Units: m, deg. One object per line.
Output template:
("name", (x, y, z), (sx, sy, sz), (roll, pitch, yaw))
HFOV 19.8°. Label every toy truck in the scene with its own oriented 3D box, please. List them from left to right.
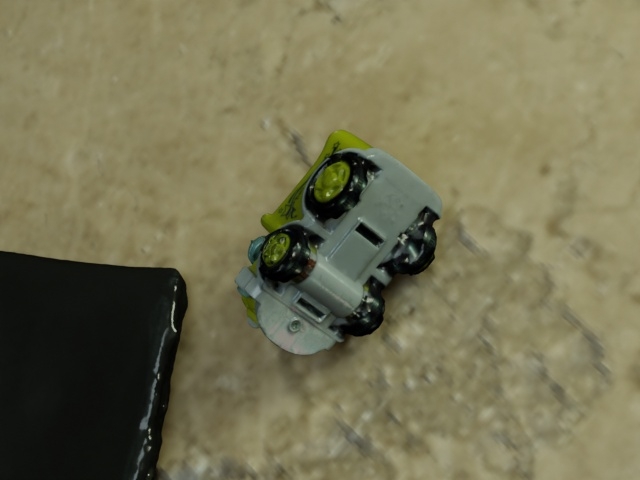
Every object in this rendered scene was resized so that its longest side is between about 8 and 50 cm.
("toy truck", (0.000, 0.000, 0.916), (0.111, 0.076, 0.077), (-50, 37, 2))

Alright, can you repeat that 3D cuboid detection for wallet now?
("wallet", (-0.205, 0.073, 1.015), (0.285, 0.030, 0.146), (5, 74, 26))
